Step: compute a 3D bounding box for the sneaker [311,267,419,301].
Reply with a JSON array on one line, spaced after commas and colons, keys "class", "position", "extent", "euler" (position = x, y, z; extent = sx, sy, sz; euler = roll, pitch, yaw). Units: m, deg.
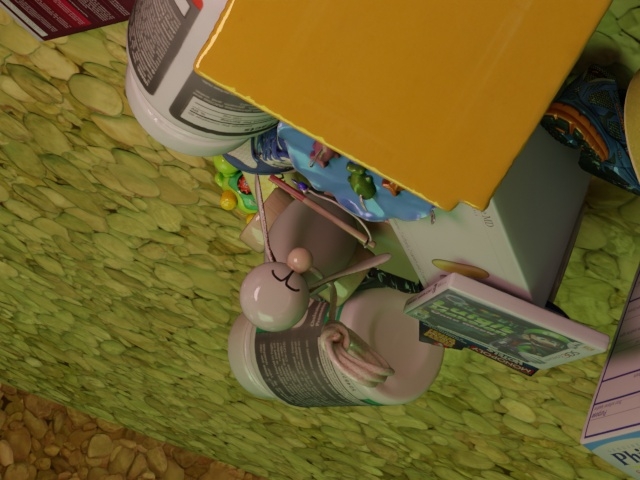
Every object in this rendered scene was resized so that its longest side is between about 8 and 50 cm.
[{"class": "sneaker", "position": [0.095, 0.022, 1.730], "extent": [0.267, 0.106, 0.101], "euler": [-7, 102, 33]}]

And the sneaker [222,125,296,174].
[{"class": "sneaker", "position": [-0.028, -0.137, 1.440], "extent": [0.296, 0.112, 0.131], "euler": [-8, -176, 39]}]

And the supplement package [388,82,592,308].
[{"class": "supplement package", "position": [0.178, -0.077, 1.305], "extent": [0.145, 0.204, 0.262], "euler": [10, 151, 30]}]

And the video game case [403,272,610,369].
[{"class": "video game case", "position": [0.204, 0.095, 1.358], "extent": [0.190, 0.022, 0.173], "euler": [23, 163, -7]}]

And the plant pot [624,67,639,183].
[{"class": "plant pot", "position": [0.449, -0.109, 0.968], "extent": [0.274, 0.275, 0.293], "euler": [33, 138, -17]}]

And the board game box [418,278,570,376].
[{"class": "board game box", "position": [0.199, 0.094, 1.506], "extent": [0.194, 0.060, 0.194], "euler": [25, 157, 1]}]

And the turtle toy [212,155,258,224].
[{"class": "turtle toy", "position": [-0.105, -0.085, 1.710], "extent": [0.130, 0.095, 0.066], "euler": [37, 126, -26]}]

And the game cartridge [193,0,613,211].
[{"class": "game cartridge", "position": [0.090, -0.217, 1.012], "extent": [0.285, 0.324, 0.053], "euler": [29, -167, -7]}]

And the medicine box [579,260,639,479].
[{"class": "medicine box", "position": [0.453, 0.116, 1.327], "extent": [0.149, 0.289, 0.263], "euler": [29, 155, -10]}]

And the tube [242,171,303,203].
[{"class": "tube", "position": [-0.059, -0.060, 1.656], "extent": [0.062, 0.070, 0.240], "euler": [41, 154, 63]}]

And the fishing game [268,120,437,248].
[{"class": "fishing game", "position": [0.037, -0.075, 1.166], "extent": [0.189, 0.041, 0.264], "euler": [33, 149, -1]}]

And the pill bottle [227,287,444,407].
[{"class": "pill bottle", "position": [0.014, 0.169, 1.955], "extent": [0.204, 0.204, 0.361], "euler": [38, 152, -26]}]

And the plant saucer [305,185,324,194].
[{"class": "plant saucer", "position": [0.038, -0.053, 1.707], "extent": [0.119, 0.021, 0.119], "euler": [20, 156, 10]}]

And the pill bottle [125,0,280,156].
[{"class": "pill bottle", "position": [-0.085, -0.228, 1.246], "extent": [0.210, 0.210, 0.363], "euler": [30, 156, -10]}]

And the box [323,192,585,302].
[{"class": "box", "position": [0.165, -0.016, 1.538], "extent": [0.311, 0.121, 0.148], "euler": [20, 155, 13]}]

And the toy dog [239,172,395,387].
[{"class": "toy dog", "position": [0.000, 0.000, 1.356], "extent": [0.220, 0.161, 0.334], "euler": [29, -167, -21]}]

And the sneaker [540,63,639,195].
[{"class": "sneaker", "position": [0.313, -0.111, 1.263], "extent": [0.083, 0.087, 0.221], "euler": [34, -178, 35]}]

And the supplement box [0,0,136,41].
[{"class": "supplement box", "position": [-0.300, -0.318, 1.432], "extent": [0.239, 0.073, 0.130], "euler": [0, 146, 45]}]
